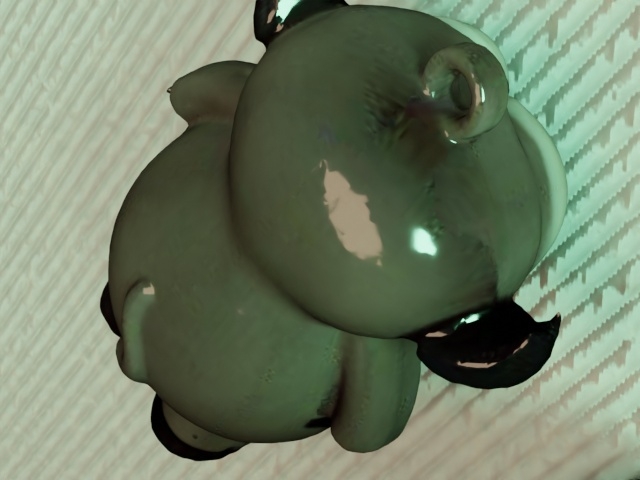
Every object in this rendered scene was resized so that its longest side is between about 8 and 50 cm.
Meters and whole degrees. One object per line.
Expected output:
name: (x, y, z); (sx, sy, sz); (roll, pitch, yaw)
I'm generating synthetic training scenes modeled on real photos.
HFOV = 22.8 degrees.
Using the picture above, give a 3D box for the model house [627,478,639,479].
model house: (0.035, 0.320, 0.541); (0.382, 0.334, 0.343); (-33, 86, 41)

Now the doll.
doll: (-0.002, 0.001, 0.613); (0.257, 0.117, 0.182); (-42, 72, 44)
